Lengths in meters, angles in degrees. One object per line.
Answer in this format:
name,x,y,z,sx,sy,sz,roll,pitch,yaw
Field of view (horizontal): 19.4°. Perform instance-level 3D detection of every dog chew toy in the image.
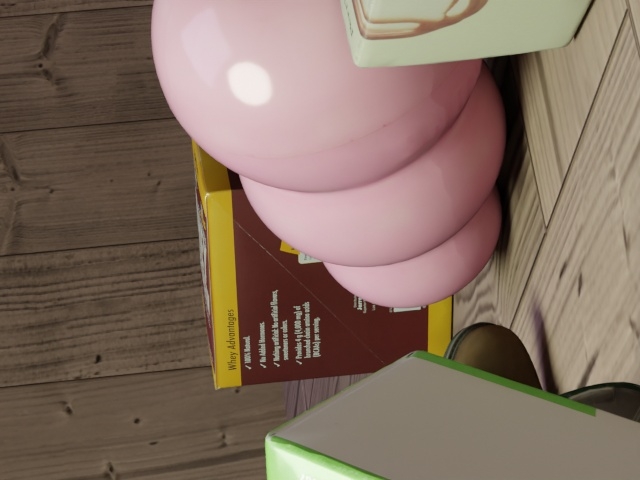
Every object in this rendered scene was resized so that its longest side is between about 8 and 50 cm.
dog chew toy,0.026,-0.078,1.196,0.332,0.207,0.206,62,-168,-46

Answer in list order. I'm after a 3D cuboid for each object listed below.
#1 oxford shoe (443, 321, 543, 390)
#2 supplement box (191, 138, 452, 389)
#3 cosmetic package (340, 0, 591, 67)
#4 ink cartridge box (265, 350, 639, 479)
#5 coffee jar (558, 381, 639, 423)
oxford shoe,0.126,0.142,1.119,0.096,0.083,0.227,126,142,-51
supplement box,0.000,0.000,1.517,0.129,0.194,0.191,-104,11,-56
cosmetic package,0.079,-0.211,0.911,0.296,0.129,0.153,101,160,-71
ink cartridge box,0.088,0.212,0.836,0.198,0.115,0.272,17,120,38
coffee jar,0.132,0.139,0.961,0.184,0.079,0.096,106,150,-72
